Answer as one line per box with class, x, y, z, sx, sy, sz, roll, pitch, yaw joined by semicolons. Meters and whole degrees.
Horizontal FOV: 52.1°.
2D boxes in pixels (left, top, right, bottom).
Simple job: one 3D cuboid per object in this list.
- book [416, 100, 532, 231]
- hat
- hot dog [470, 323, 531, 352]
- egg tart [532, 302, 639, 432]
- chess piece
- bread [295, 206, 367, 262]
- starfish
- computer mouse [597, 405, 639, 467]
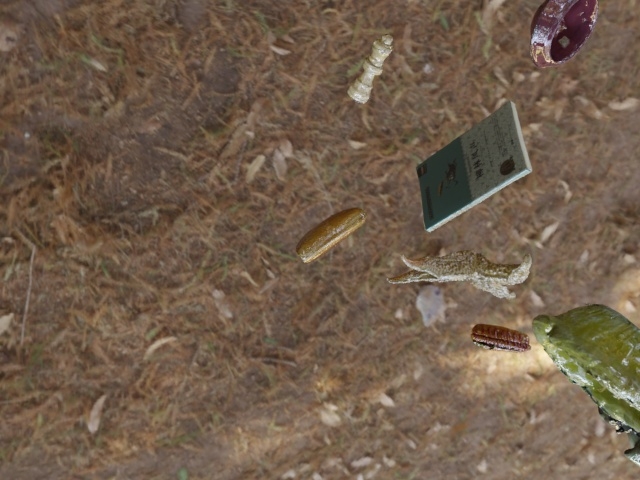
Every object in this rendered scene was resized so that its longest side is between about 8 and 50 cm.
book;0.443;-0.214;1.950;0.031;0.264;0.379;24;138;-33
hat;0.523;-0.478;1.442;0.205;0.089;0.205;-28;142;-24
hot dog;0.431;0.237;1.567;0.038;0.144;0.062;-10;109;-65
egg tart;0.326;0.141;0.720;0.078;0.197;0.197;-44;123;1
chess piece;0.122;-0.406;1.533;0.060;0.060;0.172;4;139;-27
bread;-0.003;0.001;1.161;0.054;0.136;0.154;50;127;2
starfish;0.295;0.066;1.442;0.293;0.301;0.084;4;78;11
computer mouse;0.640;0.315;1.089;0.429;0.228;0.145;1;131;-23
